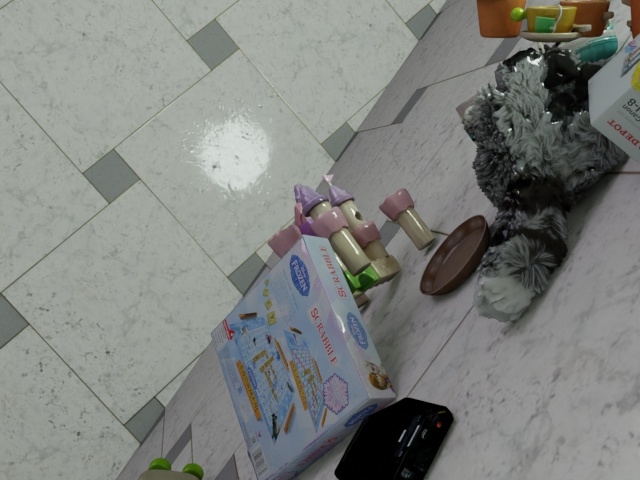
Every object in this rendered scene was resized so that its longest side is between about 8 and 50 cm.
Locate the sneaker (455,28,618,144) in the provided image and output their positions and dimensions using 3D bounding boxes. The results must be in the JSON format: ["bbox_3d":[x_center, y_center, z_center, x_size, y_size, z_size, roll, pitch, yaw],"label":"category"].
[{"bbox_3d":[0.400,-0.260,1.488,0.302,0.121,0.108,-28,-2,24],"label":"sneaker"}]

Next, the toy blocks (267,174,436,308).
[{"bbox_3d":[0.000,0.000,1.644,0.289,0.260,0.309,-18,-23,-49],"label":"toy blocks"}]

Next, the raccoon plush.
[{"bbox_3d":[0.267,-0.096,1.260,0.446,0.216,0.299,-56,3,-13],"label":"raccoon plush"}]

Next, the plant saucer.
[{"bbox_3d":[0.233,0.031,1.420,0.168,0.029,0.168,-52,11,14],"label":"plant saucer"}]

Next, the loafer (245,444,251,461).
[{"bbox_3d":[-0.108,0.394,1.644,0.220,0.080,0.078,-105,20,-75],"label":"loafer"}]

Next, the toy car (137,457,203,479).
[{"bbox_3d":[-0.349,0.618,1.889,0.155,0.149,0.188,-80,0,-75],"label":"toy car"}]

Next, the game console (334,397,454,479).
[{"bbox_3d":[0.044,0.369,1.114,0.361,0.044,0.213,-57,9,-21],"label":"game console"}]

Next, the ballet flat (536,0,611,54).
[{"bbox_3d":[0.426,-0.333,1.576,0.280,0.096,0.095,-53,12,3],"label":"ballet flat"}]

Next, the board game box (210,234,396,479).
[{"bbox_3d":[-0.045,0.211,1.443,0.318,0.066,0.318,-46,53,34],"label":"board game box"}]

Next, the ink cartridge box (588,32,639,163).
[{"bbox_3d":[0.429,-0.186,0.999,0.176,0.128,0.127,-46,13,37],"label":"ink cartridge box"}]

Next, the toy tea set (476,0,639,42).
[{"bbox_3d":[0.385,-0.353,1.197,0.200,0.336,0.124,-62,-27,-70],"label":"toy tea set"}]
